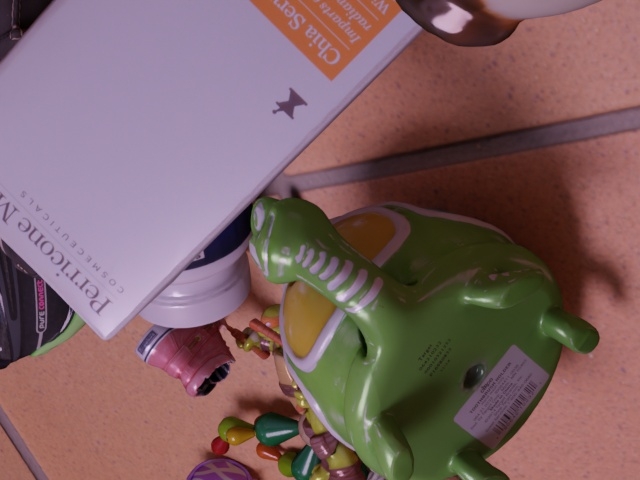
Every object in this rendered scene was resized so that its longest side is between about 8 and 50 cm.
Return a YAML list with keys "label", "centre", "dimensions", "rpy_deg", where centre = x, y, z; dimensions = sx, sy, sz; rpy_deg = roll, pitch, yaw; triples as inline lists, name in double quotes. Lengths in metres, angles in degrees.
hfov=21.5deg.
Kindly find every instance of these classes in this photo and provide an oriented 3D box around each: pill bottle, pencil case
- label: "pill bottle"
  centre: [-0.145, -0.053, 1.637]
  dimensions: [0.153, 0.153, 0.264]
  rpy_deg: [15, 132, 27]
- label: "pencil case"
  centre: [-0.110, 0.351, 2.006]
  dimensions: [0.088, 0.086, 0.206]
  rpy_deg: [3, 130, 7]

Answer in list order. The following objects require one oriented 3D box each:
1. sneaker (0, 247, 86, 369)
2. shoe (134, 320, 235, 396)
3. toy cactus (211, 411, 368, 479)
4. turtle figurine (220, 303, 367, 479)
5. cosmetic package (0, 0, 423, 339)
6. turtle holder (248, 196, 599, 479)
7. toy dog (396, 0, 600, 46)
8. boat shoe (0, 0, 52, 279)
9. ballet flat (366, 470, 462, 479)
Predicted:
- label: "sneaker"
  centre: [-0.452, -0.055, 1.818]
  dimensions: [0.483, 0.202, 0.185]
  rpy_deg: [44, 157, 0]
- label: "shoe"
  centre: [-0.124, 0.115, 1.752]
  dimensions: [0.081, 0.178, 0.063]
  rpy_deg: [40, 105, 9]
- label: "toy cactus"
  centre: [-0.018, 0.232, 1.830]
  dimensions: [0.219, 0.112, 0.180]
  rpy_deg: [34, 129, 22]
- label: "turtle figurine"
  centre: [-0.017, 0.145, 1.702]
  dimensions: [0.217, 0.087, 0.269]
  rpy_deg: [68, 166, -15]
- label: "cosmetic package"
  centre: [-0.090, -0.157, 1.377]
  dimensions: [0.230, 0.161, 0.453]
  rpy_deg: [44, 115, -2]
- label: "turtle holder"
  centre: [0.060, 0.082, 1.484]
  dimensions: [0.227, 0.320, 0.243]
  rpy_deg: [38, 119, 40]
- label: "toy dog"
  centre: [0.164, -0.284, 1.012]
  dimensions: [0.284, 0.408, 0.395]
  rpy_deg: [-24, 107, 47]
- label: "boat shoe"
  centre: [-0.257, -0.122, 1.636]
  dimensions: [0.095, 0.112, 0.335]
  rpy_deg: [28, 119, 54]
- label: "ballet flat"
  centre: [0.179, 0.398, 1.754]
  dimensions: [0.409, 0.147, 0.147]
  rpy_deg: [51, 138, -8]
